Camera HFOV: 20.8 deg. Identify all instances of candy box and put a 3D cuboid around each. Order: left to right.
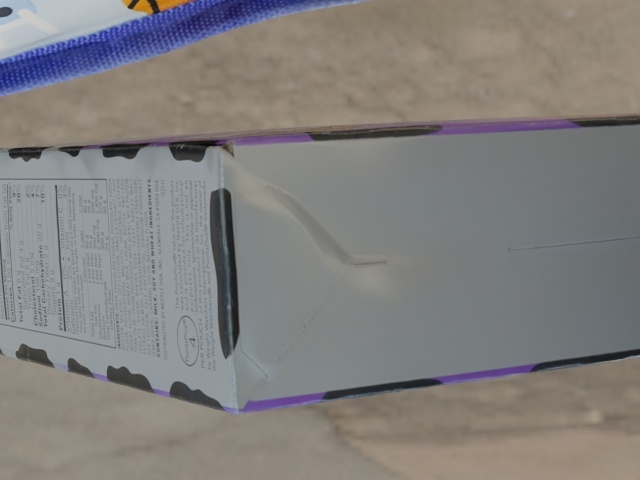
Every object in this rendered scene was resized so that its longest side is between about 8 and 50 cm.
[{"bbox_3d":[0.000,0.000,0.534,0.165,0.070,0.196,-5,-176,-29],"label":"candy box"}]

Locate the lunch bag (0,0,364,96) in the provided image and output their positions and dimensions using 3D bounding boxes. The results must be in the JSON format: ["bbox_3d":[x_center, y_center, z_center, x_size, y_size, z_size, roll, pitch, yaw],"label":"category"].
[{"bbox_3d":[-0.172,-0.231,0.684,0.385,0.328,0.239,-15,144,1],"label":"lunch bag"}]
